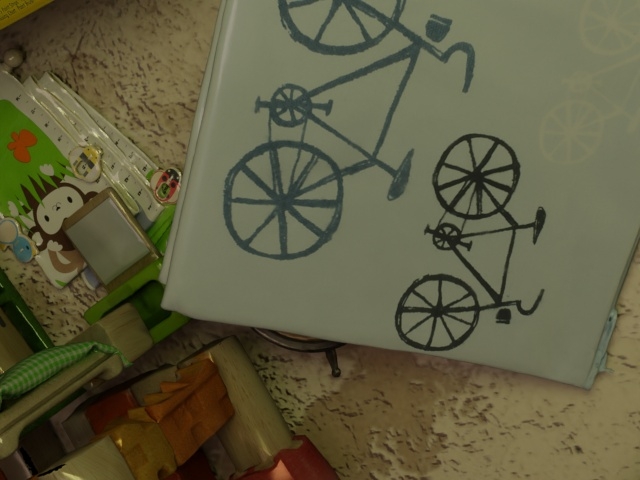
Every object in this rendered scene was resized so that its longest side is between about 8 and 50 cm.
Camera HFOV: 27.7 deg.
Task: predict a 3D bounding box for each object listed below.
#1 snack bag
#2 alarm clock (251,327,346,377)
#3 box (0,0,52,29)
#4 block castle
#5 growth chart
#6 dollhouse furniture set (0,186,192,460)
[{"bbox_3d":[0.082,-0.066,0.899,0.342,0.037,0.323,11,112,-8],"label":"snack bag"},{"bbox_3d":[0.000,0.000,0.993,0.129,0.064,0.192,25,114,10],"label":"alarm clock"},{"bbox_3d":[-0.266,-0.301,0.912,0.290,0.177,0.279,-24,115,22],"label":"box"},{"bbox_3d":[-0.223,0.277,1.012,0.453,0.303,0.213,-27,94,24],"label":"block castle"},{"bbox_3d":[-0.216,-0.044,1.087,0.237,0.021,0.172,37,113,9],"label":"growth chart"},{"bbox_3d":[-0.249,0.076,0.952,0.197,0.301,0.151,-34,92,27],"label":"dollhouse furniture set"}]
